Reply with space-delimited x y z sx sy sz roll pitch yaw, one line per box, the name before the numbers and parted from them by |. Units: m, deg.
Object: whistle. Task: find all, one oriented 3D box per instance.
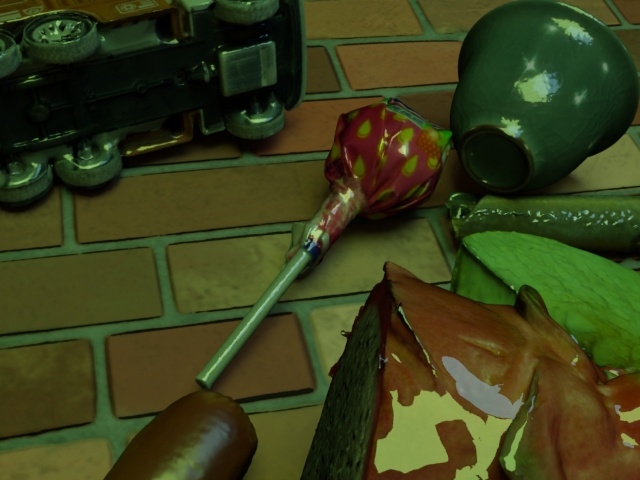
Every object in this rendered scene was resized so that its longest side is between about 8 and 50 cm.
whistle | 0.291 -0.018 0.919 0.326 0.057 0.068 3 40 -6

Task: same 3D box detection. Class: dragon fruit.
dragon fruit | 0.105 0.175 0.567 0.225 0.305 0.305 15 48 -6

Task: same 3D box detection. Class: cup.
cup | 0.206 -0.124 0.905 0.199 0.199 0.150 27 51 15

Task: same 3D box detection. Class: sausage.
sausage | -0.141 0.226 0.619 0.089 0.083 0.300 31 52 3

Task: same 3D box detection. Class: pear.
pear | 0.255 0.116 0.753 0.239 0.139 0.288 -13 46 -38

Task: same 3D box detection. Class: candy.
candy | 0.000 0.000 0.835 0.124 0.124 0.365 28 58 16

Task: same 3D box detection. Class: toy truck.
toy truck | -0.220 -0.191 0.919 0.387 0.173 0.207 -17 45 -19
